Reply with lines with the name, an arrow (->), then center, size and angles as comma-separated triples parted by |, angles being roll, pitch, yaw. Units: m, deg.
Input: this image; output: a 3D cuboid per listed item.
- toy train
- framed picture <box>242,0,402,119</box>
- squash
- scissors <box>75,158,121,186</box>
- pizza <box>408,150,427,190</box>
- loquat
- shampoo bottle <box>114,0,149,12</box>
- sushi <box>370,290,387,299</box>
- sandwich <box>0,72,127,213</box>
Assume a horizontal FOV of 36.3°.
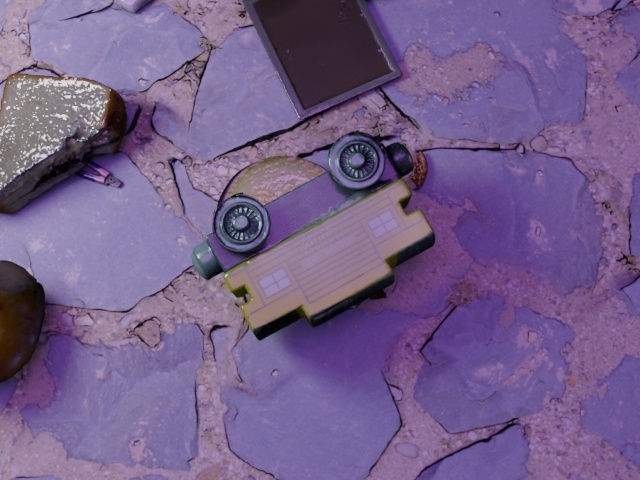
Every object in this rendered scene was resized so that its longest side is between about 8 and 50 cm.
toy train -> 0.000, 0.000, 1.754 | 0.442, 0.179, 0.272 | -29, 82, -4
framed picture -> 0.002, -0.411, 1.986 | 0.232, 0.019, 0.296 | -23, 76, -5
squash -> -0.076, -0.040, 1.876 | 0.252, 0.049, 0.252 | -1, 76, 3
scissors -> -0.444, -0.132, 1.921 | 0.113, 0.012, 0.039 | 25, 77, 9
pizza -> 0.191, -0.137, 1.908 | 0.037, 0.016, 0.083 | 6, 76, 9
loquat -> -0.596, 0.147, 1.768 | 0.179, 0.179, 0.227 | 13, 73, 5
shampoo bottle -> -0.381, -0.514, 2.008 | 0.099, 0.043, 0.072 | -38, 77, -9
sushi -> 0.092, 0.067, 1.836 | 0.047, 0.050, 0.099 | -29, 88, 2
sandwich -> -0.519, -0.182, 1.882 | 0.254, 0.099, 0.288 | 11, 75, 10
